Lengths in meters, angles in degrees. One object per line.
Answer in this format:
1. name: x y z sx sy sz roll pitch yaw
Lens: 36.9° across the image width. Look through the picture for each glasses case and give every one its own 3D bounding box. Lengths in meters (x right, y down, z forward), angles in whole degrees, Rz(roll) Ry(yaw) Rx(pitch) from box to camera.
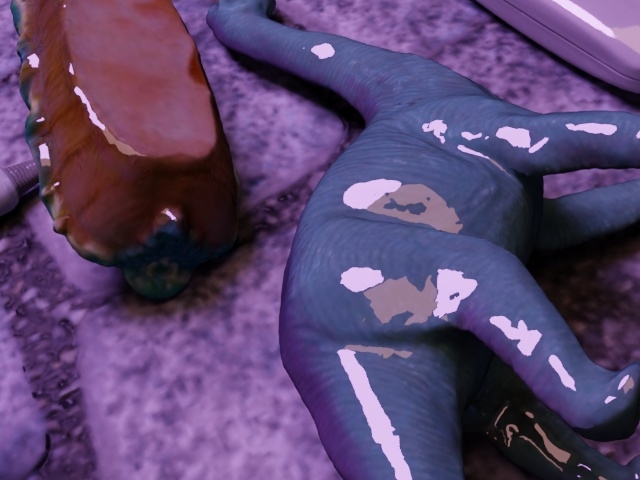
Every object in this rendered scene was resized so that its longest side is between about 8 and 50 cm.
1. glasses case: 0.147 -0.149 0.560 0.076 0.049 0.197 -34 54 -16

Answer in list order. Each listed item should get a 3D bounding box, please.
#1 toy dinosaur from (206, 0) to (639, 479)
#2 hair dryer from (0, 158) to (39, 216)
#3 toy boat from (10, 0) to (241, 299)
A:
1. toy dinosaur: 0.000 0.000 0.441 0.331 0.129 0.383 13 49 27
2. hair dryer: -0.207 0.006 0.504 0.183 0.044 0.155 -23 53 -13
3. toy boat: -0.121 -0.102 0.541 0.108 0.099 0.293 -3 45 -28
